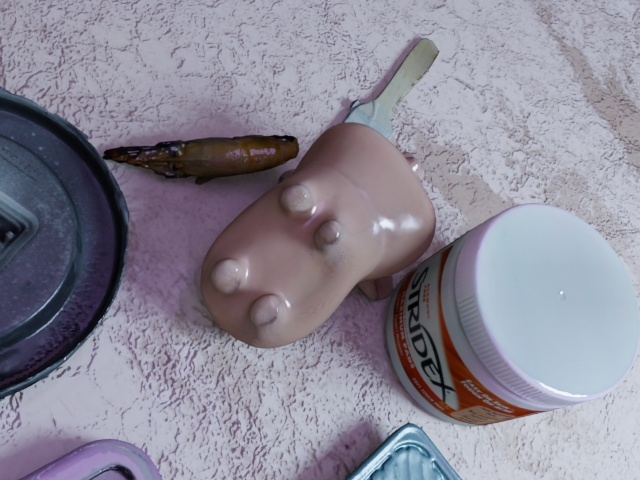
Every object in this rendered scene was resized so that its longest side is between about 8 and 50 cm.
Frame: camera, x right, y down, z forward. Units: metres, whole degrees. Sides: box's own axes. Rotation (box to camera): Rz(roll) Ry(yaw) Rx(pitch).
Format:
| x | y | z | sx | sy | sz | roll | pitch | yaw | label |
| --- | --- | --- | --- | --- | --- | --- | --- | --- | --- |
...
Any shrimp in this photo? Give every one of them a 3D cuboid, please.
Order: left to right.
| x | y | z | sx | sy | sz | roll | pitch | yaw | label |
| --- | --- | --- | --- | --- | --- | --- | --- | --- | --- |
| -0.159 | -0.111 | 0.968 | 0.261 | 0.117 | 0.066 | -2 | 98 | -1 | shrimp |

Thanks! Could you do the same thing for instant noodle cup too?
| x | y | z | sx | sy | sz | roll | pitch | yaw | label |
| --- | --- | --- | --- | --- | --- | --- | --- | --- | --- |
| 0.096 | 0.339 | 0.877 | 0.179 | 0.070 | 0.157 | -35 | 84 | -30 | instant noodle cup |

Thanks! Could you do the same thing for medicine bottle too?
| x | y | z | sx | sy | sz | roll | pitch | yaw | label |
| --- | --- | --- | --- | --- | --- | --- | --- | --- | --- |
| 0.245 | 0.108 | 0.937 | 0.252 | 0.241 | 0.253 | 9 | 65 | -20 | medicine bottle |

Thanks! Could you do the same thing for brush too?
| x | y | z | sx | sy | sz | roll | pitch | yaw | label |
| --- | --- | --- | --- | --- | --- | --- | --- | --- | --- |
| 0.113 | -0.231 | 1.148 | 0.085 | 0.020 | 0.337 | 40 | 59 | -3 | brush |

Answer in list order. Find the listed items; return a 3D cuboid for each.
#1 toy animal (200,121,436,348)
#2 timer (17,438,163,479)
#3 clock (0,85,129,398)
| x | y | z | sx | sy | sz | roll | pitch | yaw | label |
| --- | --- | --- | --- | --- | --- | --- | --- | --- | --- |
| 0.000 | 0.000 | 0.899 | 0.326 | 0.269 | 0.237 | -39 | 86 | 2 | toy animal |
| -0.252 | 0.325 | 0.735 | 0.208 | 0.069 | 0.191 | -25 | 80 | -28 | timer |
| -0.417 | 0.001 | 0.794 | 0.385 | 0.076 | 0.387 | 8 | 67 | -19 | clock |
